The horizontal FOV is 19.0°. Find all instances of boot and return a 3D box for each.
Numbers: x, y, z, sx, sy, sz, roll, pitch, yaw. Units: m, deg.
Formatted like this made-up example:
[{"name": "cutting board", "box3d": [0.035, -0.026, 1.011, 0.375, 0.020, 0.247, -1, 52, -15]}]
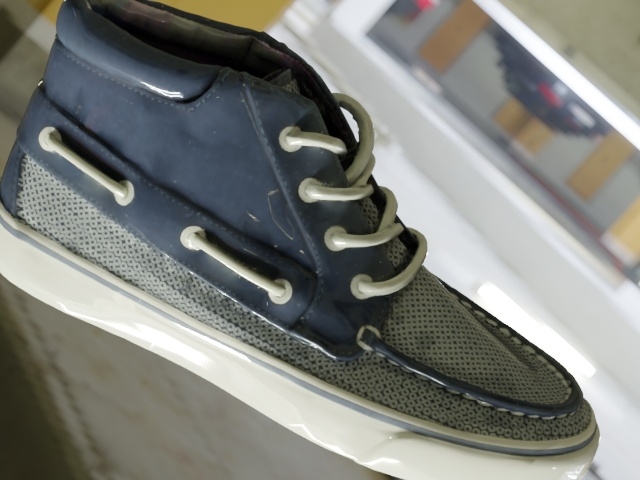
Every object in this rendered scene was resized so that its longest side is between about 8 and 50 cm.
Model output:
[{"name": "boot", "box3d": [0.000, 0.000, 0.536, 0.190, 0.086, 0.069, 22, -155, 3]}]
